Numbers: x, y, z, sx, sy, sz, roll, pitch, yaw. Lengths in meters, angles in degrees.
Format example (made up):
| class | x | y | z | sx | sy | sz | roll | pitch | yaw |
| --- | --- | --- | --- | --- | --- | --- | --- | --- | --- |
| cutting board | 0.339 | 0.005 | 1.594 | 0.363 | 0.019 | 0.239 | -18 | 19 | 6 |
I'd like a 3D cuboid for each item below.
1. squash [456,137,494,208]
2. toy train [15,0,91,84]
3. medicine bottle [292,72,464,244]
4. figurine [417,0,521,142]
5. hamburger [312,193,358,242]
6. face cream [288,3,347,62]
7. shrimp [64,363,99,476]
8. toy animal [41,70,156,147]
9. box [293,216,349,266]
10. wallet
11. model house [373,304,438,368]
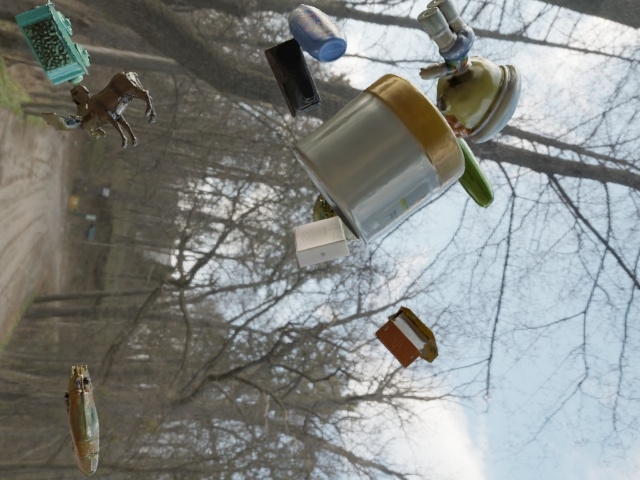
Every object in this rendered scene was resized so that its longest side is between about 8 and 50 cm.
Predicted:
| class | x | y | z | sx | sy | sz | roll | pitch | yaw |
| --- | --- | --- | --- | --- | --- | --- | --- | --- | --- |
| squash | 0.445 | -0.230 | 1.544 | 0.292 | 0.082 | 0.082 | 57 | -36 | 1 |
| toy train | -0.696 | -0.512 | 1.312 | 0.203 | 0.112 | 0.163 | 66 | -5 | -25 |
| medicine bottle | 0.105 | -0.147 | 0.933 | 0.232 | 0.238 | 0.238 | -38 | -143 | 1 |
| figurine | 0.366 | -0.412 | 1.253 | 0.205 | 0.382 | 0.224 | 10 | -108 | 50 |
| hamburger | 0.079 | -0.094 | 1.484 | 0.122 | 0.215 | 0.189 | 19 | -47 | 40 |
| face cream | -0.016 | -0.667 | 1.586 | 0.264 | 0.149 | 0.083 | 58 | -21 | 34 |
| shrimp | -0.471 | 0.351 | 0.975 | 0.115 | 0.051 | 0.217 | -7 | -91 | 41 |
| toy animal | -0.457 | -0.276 | 1.054 | 0.214 | 0.186 | 0.094 | -44 | -173 | 15 |
| box | 0.000 | 0.000 | 1.302 | 0.130 | 0.129 | 0.051 | -100 | 174 | -59 |
| wallet | -0.091 | -0.561 | 1.726 | 0.244 | 0.124 | 0.025 | 66 | -12 | -24 |
| model house | 0.279 | 0.357 | 1.683 | 0.219 | 0.136 | 0.207 | 49 | -28 | 11 |
